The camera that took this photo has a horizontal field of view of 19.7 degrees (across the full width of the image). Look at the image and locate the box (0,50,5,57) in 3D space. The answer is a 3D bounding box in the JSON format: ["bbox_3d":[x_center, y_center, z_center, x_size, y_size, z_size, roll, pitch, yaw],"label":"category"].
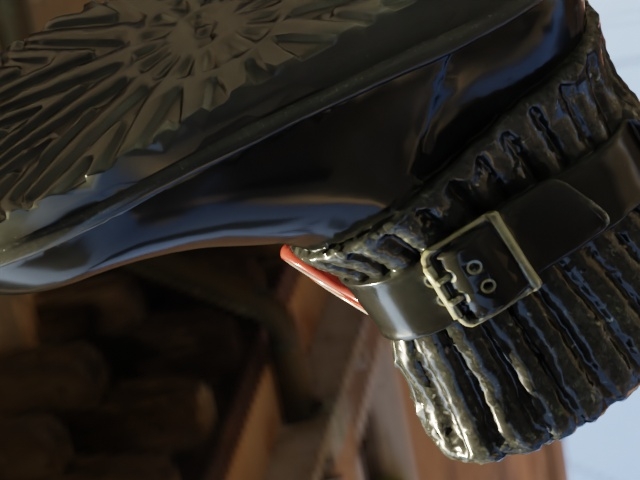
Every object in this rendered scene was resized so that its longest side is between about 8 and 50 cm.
[{"bbox_3d":[-0.279,-0.073,1.422,0.220,0.051,0.175,-37,-179,31],"label":"box"}]

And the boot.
[{"bbox_3d":[0.002,0.002,0.856,0.348,0.260,0.131,-21,-143,7],"label":"boot"}]

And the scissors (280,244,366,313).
[{"bbox_3d":[0.079,0.068,1.412,0.297,0.109,0.021,27,-98,43],"label":"scissors"}]
